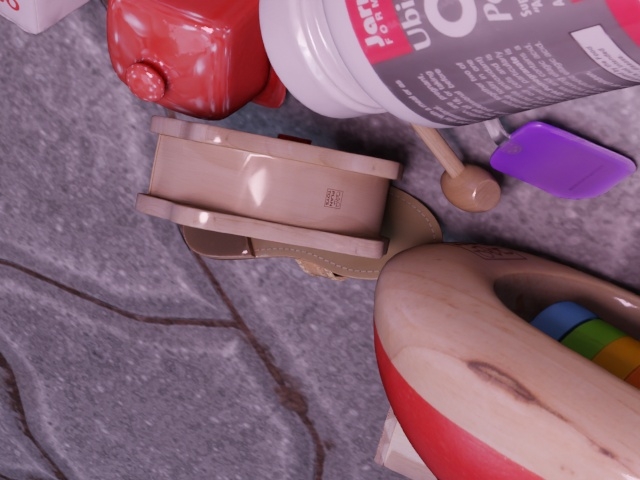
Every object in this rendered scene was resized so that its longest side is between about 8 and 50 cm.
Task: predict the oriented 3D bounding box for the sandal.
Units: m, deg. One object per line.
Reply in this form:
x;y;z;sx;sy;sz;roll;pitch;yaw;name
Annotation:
0.001;-0.007;1.173;0.240;0.088;0.079;3;172;17;sandal

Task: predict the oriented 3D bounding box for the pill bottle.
0.112;-0.165;0.790;0.318;0.176;0.176;-10;127;47;pill bottle

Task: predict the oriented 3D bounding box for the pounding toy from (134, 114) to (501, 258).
-0.002;-0.071;1.039;0.269;0.155;0.154;10;-176;-15;pounding toy

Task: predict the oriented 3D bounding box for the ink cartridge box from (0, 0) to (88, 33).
-0.246;-0.290;0.979;0.160;0.092;0.219;35;148;20;ink cartridge box

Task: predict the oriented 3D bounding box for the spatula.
0.101;-0.118;0.985;0.296;0.030;0.084;36;150;-4;spatula

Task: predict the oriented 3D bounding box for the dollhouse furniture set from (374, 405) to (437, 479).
0.159;0.334;1.218;0.256;0.362;0.394;23;114;18;dollhouse furniture set

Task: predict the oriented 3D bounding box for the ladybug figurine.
0.207;0.143;0.958;0.449;0.305;0.162;34;114;41;ladybug figurine

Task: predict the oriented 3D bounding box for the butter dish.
-0.113;-0.157;1.032;0.160;0.118;0.160;24;145;13;butter dish
